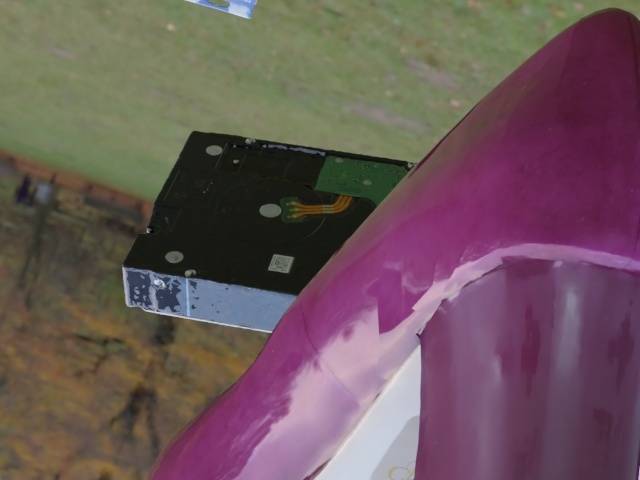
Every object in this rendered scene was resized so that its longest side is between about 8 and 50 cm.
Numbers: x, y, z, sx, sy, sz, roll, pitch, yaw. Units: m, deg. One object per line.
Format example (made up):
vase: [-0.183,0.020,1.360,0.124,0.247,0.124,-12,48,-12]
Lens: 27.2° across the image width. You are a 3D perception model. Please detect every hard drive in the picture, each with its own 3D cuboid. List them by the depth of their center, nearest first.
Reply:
hard drive: [0.000,0.000,1.322,0.339,0.237,0.064,8,131,9]

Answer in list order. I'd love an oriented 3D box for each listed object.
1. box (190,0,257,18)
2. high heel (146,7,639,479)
box: [-0.122,-0.409,1.834,0.109,0.178,0.042,15,-152,-6]
high heel: [0.028,0.047,0.576,0.127,0.181,0.377,21,159,-24]
